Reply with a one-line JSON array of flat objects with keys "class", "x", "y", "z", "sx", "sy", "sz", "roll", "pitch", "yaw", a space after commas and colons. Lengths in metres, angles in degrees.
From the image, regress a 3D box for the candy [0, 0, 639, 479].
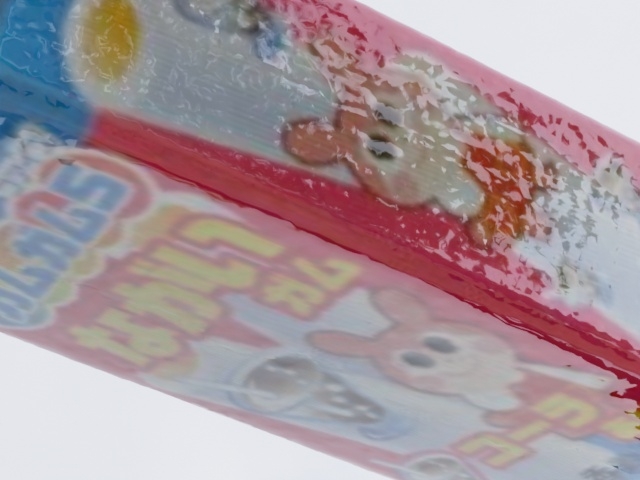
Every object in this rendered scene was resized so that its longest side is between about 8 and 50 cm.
[{"class": "candy", "x": 0.000, "y": 0.001, "z": 0.551, "sx": 0.157, "sy": 0.306, "sz": 0.100, "roll": -39, "pitch": -148, "yaw": 52}]
